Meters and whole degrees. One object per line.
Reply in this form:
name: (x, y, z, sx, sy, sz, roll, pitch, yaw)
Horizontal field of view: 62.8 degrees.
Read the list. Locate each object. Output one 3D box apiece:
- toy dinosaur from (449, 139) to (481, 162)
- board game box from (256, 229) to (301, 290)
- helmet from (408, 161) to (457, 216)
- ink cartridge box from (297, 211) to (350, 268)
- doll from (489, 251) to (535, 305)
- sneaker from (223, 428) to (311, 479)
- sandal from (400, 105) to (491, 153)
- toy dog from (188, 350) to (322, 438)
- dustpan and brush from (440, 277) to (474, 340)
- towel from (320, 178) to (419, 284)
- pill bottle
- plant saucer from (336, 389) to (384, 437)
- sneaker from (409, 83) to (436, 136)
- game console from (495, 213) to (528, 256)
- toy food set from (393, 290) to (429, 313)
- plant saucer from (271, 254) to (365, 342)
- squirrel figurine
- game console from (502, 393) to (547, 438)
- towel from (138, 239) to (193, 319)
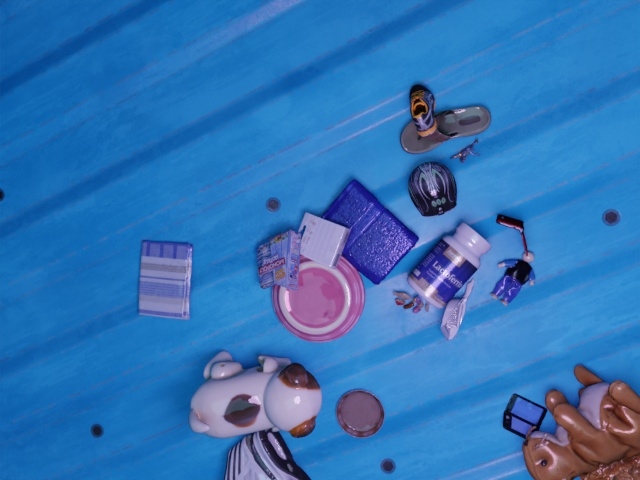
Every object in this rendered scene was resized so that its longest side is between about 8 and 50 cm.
toy dinosaur: (0.484, -0.300, 1.729, 0.090, 0.047, 0.082, 20, 77, 19)
board game box: (-0.143, 0.089, 1.778, 0.194, 0.060, 0.194, -24, 63, 32)
helmet: (0.362, -0.173, 1.701, 0.169, 0.169, 0.161, -18, 106, 10)
ink cartridge box: (0.000, 0.000, 1.761, 0.179, 0.045, 0.145, 23, 93, 38)
doll: (0.633, 0.116, 1.713, 0.129, 0.046, 0.189, 35, 98, 6)
sneaker: (-0.176, 0.900, 1.850, 0.257, 0.169, 0.447, -35, 78, 18)
sandal: (0.404, -0.375, 1.715, 0.302, 0.086, 0.120, -18, 89, 10)
toy dog: (-0.192, 0.504, 1.712, 0.408, 0.395, 0.285, -8, 82, 19)
dustpan and brush: (0.458, 0.217, 1.727, 0.060, 0.147, 0.211, 7, 65, 28)
towel: (0.154, -0.027, 1.784, 0.308, 0.076, 0.228, 43, 103, 7)
pill bottle: (0.418, 0.079, 1.697, 0.153, 0.153, 0.265, 40, 98, 6)
plant saucer: (0.140, 0.601, 1.829, 0.168, 0.029, 0.168, 0, 91, 11)
sneaker: (0.324, -0.438, 1.691, 0.084, 0.083, 0.215, -24, 50, 23)
game console: (0.608, -0.019, 1.665, 0.124, 0.144, 0.085, 19, 106, 16)
toy food set: (0.304, 0.215, 1.772, 0.122, 0.019, 0.078, 10, 133, 19)
plant saucer: (-0.014, 0.193, 1.813, 0.332, 0.084, 0.332, 0, 92, 10)
squirrel figurine: (0.820, 0.634, 1.571, 0.397, 0.281, 0.370, 45, 89, -3)
game console: (0.670, 0.582, 1.714, 0.122, 0.107, 0.071, 24, 124, 9)
towel: (-0.571, 0.146, 1.937, 0.209, 0.034, 0.285, 3, 91, 12)
